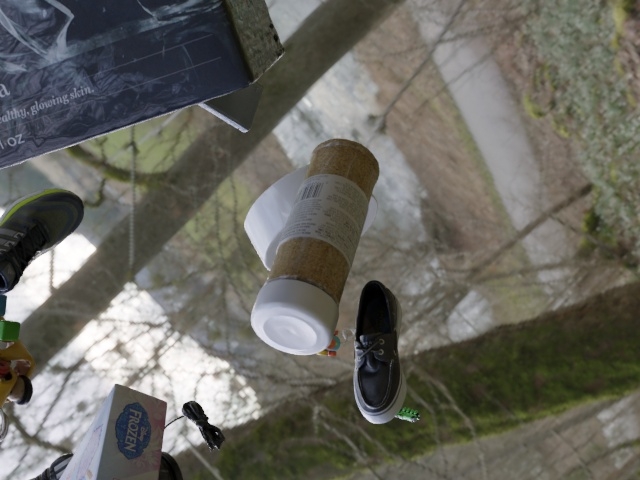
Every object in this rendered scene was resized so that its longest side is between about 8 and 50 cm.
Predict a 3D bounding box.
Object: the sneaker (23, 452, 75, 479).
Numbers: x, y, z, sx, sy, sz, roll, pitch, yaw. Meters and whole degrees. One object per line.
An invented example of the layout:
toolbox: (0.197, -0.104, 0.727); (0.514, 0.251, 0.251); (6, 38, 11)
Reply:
sneaker: (-0.597, 0.580, 1.969); (0.162, 0.281, 0.106); (41, -156, -56)

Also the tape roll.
tape roll: (-0.018, -0.050, 1.918); (0.100, 0.286, 0.286); (60, -179, 25)

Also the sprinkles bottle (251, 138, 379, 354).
sprinkles bottle: (0.000, 0.000, 1.347); (0.121, 0.355, 0.121); (11, 140, 9)

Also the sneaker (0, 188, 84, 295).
sneaker: (-0.511, 0.027, 1.454); (0.121, 0.300, 0.111); (30, 154, 49)

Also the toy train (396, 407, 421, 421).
toy train: (0.170, 0.347, 1.759); (0.017, 0.024, 0.083); (49, 158, -21)

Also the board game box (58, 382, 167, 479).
board game box: (-0.256, 0.360, 0.865); (0.066, 0.319, 0.318); (24, -151, -18)

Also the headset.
headset: (-0.350, 0.485, 1.720); (0.185, 0.394, 0.243); (38, -179, 37)

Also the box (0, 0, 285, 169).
box: (-0.358, -0.369, 1.125); (0.297, 0.480, 0.472); (-73, -35, -71)

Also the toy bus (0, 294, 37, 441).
toy bus: (-0.469, 0.188, 1.278); (0.104, 0.191, 0.202); (9, -107, -52)

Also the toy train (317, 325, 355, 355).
toy train: (0.003, 0.177, 1.935); (0.166, 0.125, 0.046); (47, 165, -9)

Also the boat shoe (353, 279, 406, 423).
boat shoe: (0.082, 0.155, 1.297); (0.076, 0.080, 0.228); (58, -149, -41)

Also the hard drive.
hard drive: (-0.170, -0.262, 1.543); (0.135, 0.094, 0.022); (29, 157, -32)
